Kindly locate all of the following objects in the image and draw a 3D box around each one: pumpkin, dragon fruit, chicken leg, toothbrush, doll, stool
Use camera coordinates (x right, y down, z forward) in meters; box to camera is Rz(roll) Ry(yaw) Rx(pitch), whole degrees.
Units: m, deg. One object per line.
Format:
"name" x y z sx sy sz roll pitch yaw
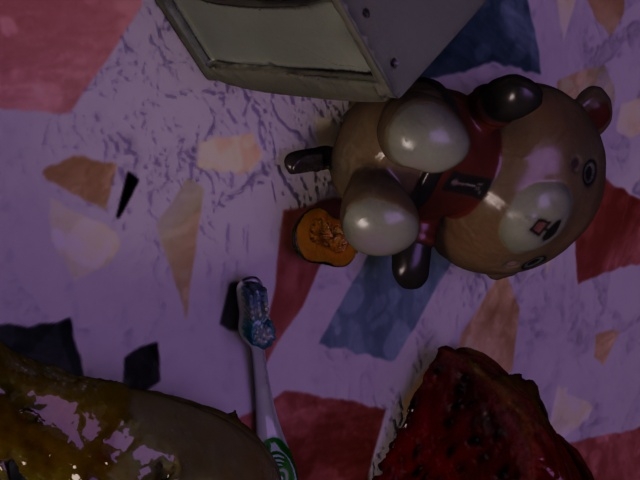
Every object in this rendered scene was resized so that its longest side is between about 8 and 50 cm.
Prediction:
"pumpkin" -0.001 -0.001 1.428 0.083 0.028 0.050 21 78 -39
"dragon fruit" 0.168 0.276 1.565 0.330 0.240 0.302 54 33 -57
"chicken leg" -0.192 0.155 1.235 0.429 0.153 0.201 38 61 -31
"toothbrush" -0.040 0.231 1.437 0.042 0.040 0.417 -12 111 -16
"doll" 0.134 -0.065 1.449 0.330 0.174 0.235 9 114 -42
"stool" -0.028 -0.265 1.214 0.170 0.244 0.269 -49 126 -24
